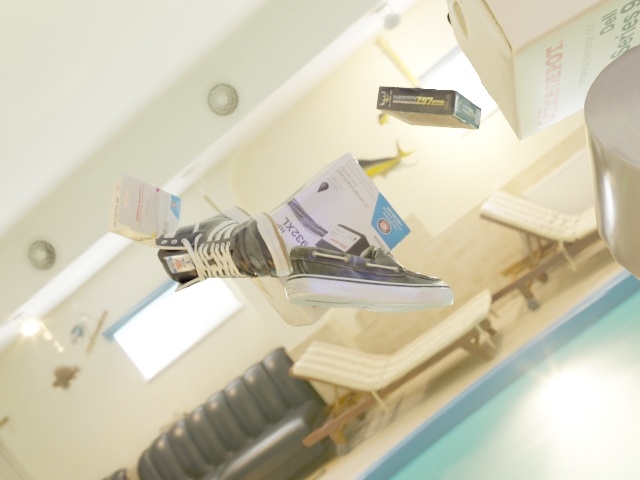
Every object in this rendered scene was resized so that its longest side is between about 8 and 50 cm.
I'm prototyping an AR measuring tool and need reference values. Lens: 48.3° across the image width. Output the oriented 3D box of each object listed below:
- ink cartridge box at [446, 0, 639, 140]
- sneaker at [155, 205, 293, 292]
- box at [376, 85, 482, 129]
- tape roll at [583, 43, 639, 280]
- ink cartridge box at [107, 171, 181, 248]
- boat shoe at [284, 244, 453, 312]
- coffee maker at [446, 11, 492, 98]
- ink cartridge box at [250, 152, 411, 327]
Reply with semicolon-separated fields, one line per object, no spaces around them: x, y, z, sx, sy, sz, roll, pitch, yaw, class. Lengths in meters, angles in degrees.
0.250;-0.217;0.546;0.289;0.121;0.211;-28;-16;11;ink cartridge box
-0.149;0.023;1.049;0.153;0.099;0.282;-23;16;-18;sneaker
0.256;-0.305;1.657;0.183;0.059;0.233;8;2;27;box
0.246;-0.048;0.345;0.219;0.072;0.219;-15;31;9;tape roll
-0.353;-0.057;1.397;0.062;0.104;0.181;-5;-16;25;ink cartridge box
0.099;0.065;1.316;0.335;0.119;0.121;7;-17;-24;boat shoe
0.285;-0.285;1.121;0.120;0.171;0.178;-10;-18;25;coffee maker
0.000;0.000;1.495;0.307;0.223;0.129;-42;9;-23;ink cartridge box
